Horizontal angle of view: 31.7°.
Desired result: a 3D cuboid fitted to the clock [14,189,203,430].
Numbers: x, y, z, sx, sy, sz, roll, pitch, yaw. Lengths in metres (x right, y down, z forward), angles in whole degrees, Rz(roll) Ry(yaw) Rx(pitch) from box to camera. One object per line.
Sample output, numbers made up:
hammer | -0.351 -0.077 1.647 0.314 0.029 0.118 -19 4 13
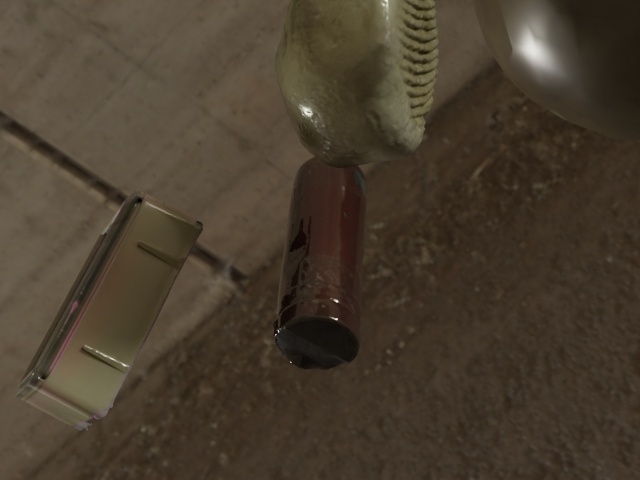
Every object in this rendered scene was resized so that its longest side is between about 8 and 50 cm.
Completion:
clock | -0.186 0.063 0.987 0.192 0.071 0.147 -65 13 -19

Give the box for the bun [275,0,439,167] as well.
bun | 0.023 -0.134 0.842 0.113 0.173 0.166 2 70 17

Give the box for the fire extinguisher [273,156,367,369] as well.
fire extinguisher | 0.000 0.000 1.018 0.089 0.072 0.267 -54 21 39

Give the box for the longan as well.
longan | 0.331 -0.300 1.215 0.336 0.404 0.404 5 58 22
